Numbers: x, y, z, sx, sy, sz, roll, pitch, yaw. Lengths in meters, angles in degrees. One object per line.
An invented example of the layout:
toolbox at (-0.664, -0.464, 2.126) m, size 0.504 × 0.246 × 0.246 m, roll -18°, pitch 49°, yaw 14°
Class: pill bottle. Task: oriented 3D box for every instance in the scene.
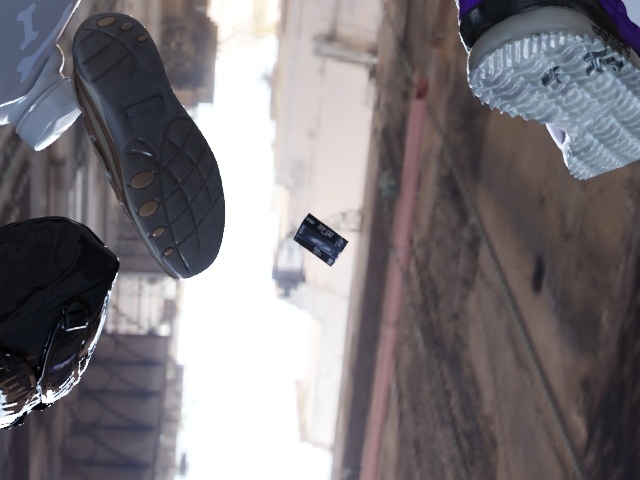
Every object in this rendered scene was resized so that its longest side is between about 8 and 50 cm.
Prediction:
pill bottle at (-0.419, -0.235, 1.655) m, size 0.245 × 0.136 × 0.136 m, roll 44°, pitch -153°, yaw -1°

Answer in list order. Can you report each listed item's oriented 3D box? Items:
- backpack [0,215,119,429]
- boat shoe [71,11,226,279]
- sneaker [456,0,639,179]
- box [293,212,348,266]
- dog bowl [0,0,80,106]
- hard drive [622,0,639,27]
backpack at (-0.427, 0.126, 1.714) m, size 0.290 × 0.355 × 0.273 m, roll -33°, pitch -117°, yaw -23°
boat shoe at (-0.206, -0.107, 1.527) m, size 0.123 × 0.324 × 0.116 m, roll -18°, pitch 177°, yaw -25°
sneaker at (0.173, -0.144, 0.878) m, size 0.102 × 0.146 × 0.293 m, roll -24°, pitch 157°, yaw 22°
box at (0.000, 0.000, 1.734) m, size 0.067 × 0.018 × 0.083 m, roll 37°, pitch 161°, yaw 1°
dog bowl at (-0.308, -0.178, 0.761) m, size 0.348 × 0.102 × 0.349 m, roll 18°, pitch -164°, yaw -6°
hard drive at (0.392, -0.270, 1.497) m, size 0.353 × 0.047 × 0.233 m, roll 7°, pitch 171°, yaw -4°
